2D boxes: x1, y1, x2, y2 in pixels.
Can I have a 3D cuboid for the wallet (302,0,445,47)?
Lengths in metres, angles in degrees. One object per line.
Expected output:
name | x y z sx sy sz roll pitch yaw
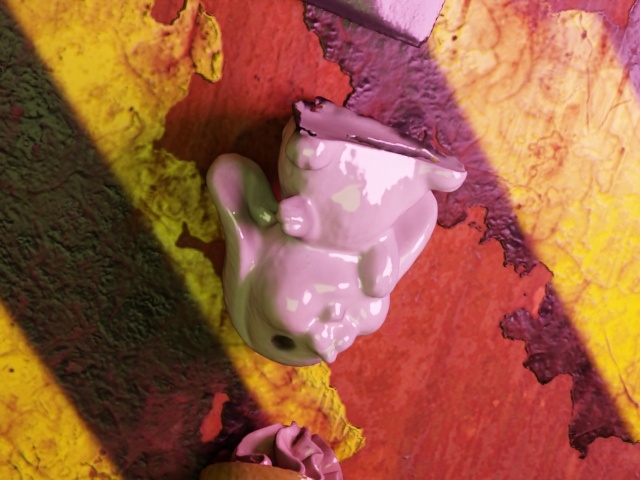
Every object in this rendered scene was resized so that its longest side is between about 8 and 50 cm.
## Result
wallet | 0.023 -0.295 1.616 0.244 0.025 0.124 20 102 -16

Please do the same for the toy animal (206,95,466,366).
toy animal | -0.007 -0.015 1.626 0.249 0.174 0.289 35 97 -31

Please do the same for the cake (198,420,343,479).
cake | -0.045 0.279 1.709 0.185 0.207 0.178 2 71 24
